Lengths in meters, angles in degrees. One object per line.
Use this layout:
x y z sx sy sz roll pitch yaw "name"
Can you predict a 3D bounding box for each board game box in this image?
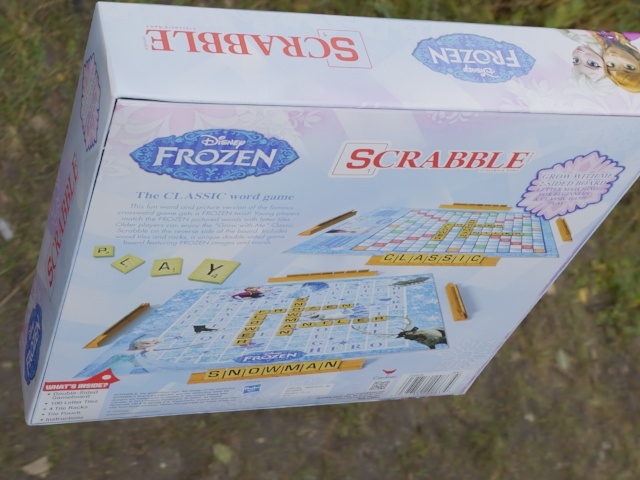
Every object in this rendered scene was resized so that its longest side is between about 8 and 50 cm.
0.000 0.000 0.734 0.318 0.318 0.066 -1 55 -23 "board game box"
